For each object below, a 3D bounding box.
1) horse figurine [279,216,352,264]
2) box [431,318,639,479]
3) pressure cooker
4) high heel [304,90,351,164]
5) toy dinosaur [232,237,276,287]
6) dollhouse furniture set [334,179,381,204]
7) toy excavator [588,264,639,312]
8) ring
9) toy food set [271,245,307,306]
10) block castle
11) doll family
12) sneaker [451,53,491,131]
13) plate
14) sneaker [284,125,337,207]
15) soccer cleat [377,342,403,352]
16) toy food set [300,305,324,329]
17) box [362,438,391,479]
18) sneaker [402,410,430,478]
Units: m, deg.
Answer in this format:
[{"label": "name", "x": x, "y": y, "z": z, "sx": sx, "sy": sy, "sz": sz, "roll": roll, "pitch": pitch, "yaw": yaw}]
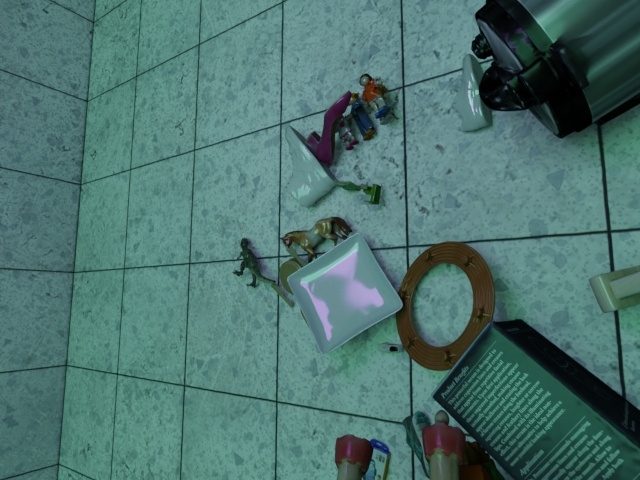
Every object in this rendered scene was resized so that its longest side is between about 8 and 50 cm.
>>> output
[{"label": "horse figurine", "x": 0.000, "y": 0.000, "z": 1.451, "sx": 0.263, "sy": 0.066, "sz": 0.175, "roll": -36, "pitch": 70, "yaw": 29}, {"label": "box", "x": 0.482, "y": 0.368, "z": 0.908, "sx": 0.395, "sy": 0.293, "sz": 0.212, "roll": 43, "pitch": 108, "yaw": 32}, {"label": "pressure cooker", "x": 0.533, "y": -0.433, "z": 0.941, "sx": 0.420, "sy": 0.369, "sz": 0.376, "roll": -35, "pitch": 61, "yaw": 23}, {"label": "high heel", "x": 0.051, "y": -0.348, "z": 1.387, "sx": 0.117, "sy": 0.082, "sz": 0.244, "roll": 41, "pitch": 126, "yaw": -2}, {"label": "toy dinosaur", "x": -0.256, "y": 0.102, "z": 1.613, "sx": 0.268, "sy": 0.064, "sz": 0.118, "roll": 50, "pitch": 122, "yaw": 35}, {"label": "dollhouse furniture set", "x": 0.116, "y": -0.149, "z": 1.380, "sx": 0.151, "sy": 0.076, "sz": 0.059, "roll": 10, "pitch": 89, "yaw": 35}, {"label": "toy excavator", "x": 0.773, "y": 0.006, "z": 0.772, "sx": 0.444, "sy": 0.433, "sz": 0.223, "roll": -15, "pitch": 73, "yaw": 4}, {"label": "ring", "x": 0.302, "y": 0.162, "z": 1.143, "sx": 0.336, "sy": 0.032, "sz": 0.337, "roll": -35, "pitch": 47, "yaw": 49}, {"label": "toy food set", "x": -0.089, "y": 0.122, "z": 1.497, "sx": 0.132, "sy": 0.038, "sz": 0.192, "roll": 44, "pitch": 127, "yaw": 23}, {"label": "block castle", "x": 0.255, "y": 0.578, "z": 0.972, "sx": 0.302, "sy": 0.453, "sz": 0.213, "roll": -22, "pitch": 29, "yaw": 29}, {"label": "doll family", "x": 0.139, "y": -0.414, "z": 1.393, "sx": 0.263, "sy": 0.118, "sz": 0.163, "roll": -40, "pitch": 68, "yaw": 49}, {"label": "sneaker", "x": 0.401, "y": -0.404, "z": 1.217, "sx": 0.094, "sy": 0.080, "sz": 0.213, "roll": -15, "pitch": 76, "yaw": 45}, {"label": "plate", "x": 0.069, "y": 0.157, "z": 1.319, "sx": 0.277, "sy": 0.045, "sz": 0.277, "roll": -33, "pitch": 60, "yaw": 8}, {"label": "sneaker", "x": -0.081, "y": -0.248, "z": 1.518, "sx": 0.169, "sy": 0.108, "sz": 0.293, "roll": -42, "pitch": 63, "yaw": 20}, {"label": "soccer cleat", "x": 0.199, "y": 0.312, "z": 1.280, "sx": 0.083, "sy": 0.035, "sz": 0.029, "roll": -5, "pitch": 81, "yaw": 35}, {"label": "toy food set", "x": 0.009, "y": 0.238, "z": 1.416, "sx": 0.218, "sy": 0.071, "sz": 0.128, "roll": 58, "pitch": 140, "yaw": 29}, {"label": "box", "x": 0.153, "y": 0.648, "z": 1.271, "sx": 0.081, "sy": 0.028, "sz": 0.136, "roll": 10, "pitch": 91, "yaw": 37}, {"label": "sneaker", "x": 0.269, "y": 0.550, "z": 1.191, "sx": 0.076, "sy": 0.064, "sz": 0.167, "roll": -34, "pitch": 61, "yaw": 45}]
